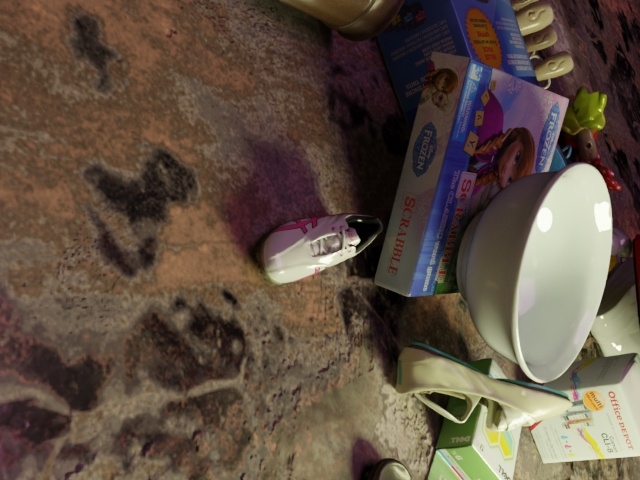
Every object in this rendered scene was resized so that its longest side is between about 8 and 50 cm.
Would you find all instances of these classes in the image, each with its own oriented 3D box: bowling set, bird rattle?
[{"bbox_3d":[0.400,-0.436,1.521,0.287,0.154,0.200,68,15,0],"label":"bowling set"},{"bbox_3d":[0.613,-0.235,1.687,0.254,0.143,0.207,58,23,-21],"label":"bird rattle"}]

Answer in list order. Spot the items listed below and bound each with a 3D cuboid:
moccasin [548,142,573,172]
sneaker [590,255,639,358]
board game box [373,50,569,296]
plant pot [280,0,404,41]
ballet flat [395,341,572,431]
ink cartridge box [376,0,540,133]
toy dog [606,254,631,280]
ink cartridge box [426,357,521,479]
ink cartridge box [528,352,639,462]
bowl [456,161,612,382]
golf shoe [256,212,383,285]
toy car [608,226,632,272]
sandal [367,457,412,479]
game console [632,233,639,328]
[{"bbox_3d":[0.410,-0.185,1.404,0.116,0.137,0.342,-24,95,-57],"label":"moccasin"},{"bbox_3d":[0.692,0.143,1.576,0.292,0.108,0.169,-34,109,-17],"label":"sneaker"},{"bbox_3d":[0.230,-0.082,1.068,0.318,0.065,0.319,0,107,-50],"label":"board game box"},{"bbox_3d":[0.008,-0.371,0.983,0.165,0.167,0.167,5,70,-42],"label":"plant pot"},{"bbox_3d":[0.213,0.210,0.973,0.248,0.086,0.086,20,54,-6],"label":"ballet flat"},{"bbox_3d":[0.232,-0.325,1.238,0.270,0.151,0.396,-19,91,-52],"label":"ink cartridge box"},{"bbox_3d":[0.792,0.129,1.712,0.333,0.160,0.220,18,61,-46],"label":"toy dog"},{"bbox_3d":[0.225,0.283,1.035,0.109,0.062,0.209,51,42,-23],"label":"ink cartridge box"},{"bbox_3d":[0.448,0.278,1.216,0.127,0.176,0.128,-25,94,-52],"label":"ink cartridge box"},{"bbox_3d":[0.280,0.033,1.007,0.297,0.134,0.298,-17,113,-46],"label":"bowl"},{"bbox_3d":[0.000,0.000,0.865,0.186,0.085,0.068,-25,96,-51],"label":"golf shoe"},{"bbox_3d":[0.509,0.025,1.447,0.182,0.159,0.136,4,36,-51],"label":"toy car"},{"bbox_3d":[0.099,0.366,0.848,0.090,0.060,0.220,23,58,-44],"label":"sandal"},{"bbox_3d":[0.637,0.195,1.335,0.342,0.060,0.386,67,29,-19],"label":"game console"}]
